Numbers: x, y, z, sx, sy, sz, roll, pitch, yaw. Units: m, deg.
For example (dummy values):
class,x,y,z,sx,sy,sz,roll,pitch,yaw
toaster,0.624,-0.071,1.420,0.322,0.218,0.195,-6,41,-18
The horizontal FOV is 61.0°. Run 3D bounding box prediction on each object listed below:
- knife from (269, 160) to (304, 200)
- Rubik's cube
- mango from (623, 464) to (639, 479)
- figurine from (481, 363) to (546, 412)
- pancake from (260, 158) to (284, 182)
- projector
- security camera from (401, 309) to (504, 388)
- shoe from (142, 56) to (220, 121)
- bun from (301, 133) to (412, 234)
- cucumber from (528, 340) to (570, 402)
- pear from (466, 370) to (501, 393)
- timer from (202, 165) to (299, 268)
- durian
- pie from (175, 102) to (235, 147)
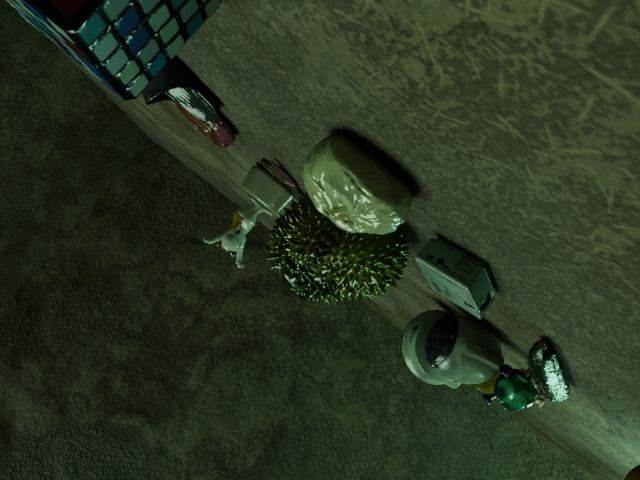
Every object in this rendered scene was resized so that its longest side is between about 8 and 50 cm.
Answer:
class,x,y,z,sx,sy,sz,roll,pitch,yaw
knife,-0.074,-0.143,1.428,0.035,0.018,0.247,19,166,29
Rubik's cube,-0.242,-0.299,0.593,0.182,0.187,0.184,39,172,2
mango,0.716,0.549,0.966,0.300,0.232,0.446,33,-177,-1
figurine,0.473,0.358,1.299,0.102,0.112,0.195,32,-170,36
pancake,-0.120,-0.181,1.467,0.115,0.011,0.115,38,173,5
projector,0.241,0.065,0.953,0.115,0.061,0.147,36,173,35
security camera,0.332,0.273,1.365,0.191,0.197,0.277,28,168,-8
shoe,-0.330,-0.325,1.168,0.241,0.093,0.108,37,150,-27
bun,0.050,-0.076,0.831,0.188,0.111,0.164,41,171,14
cucumber,0.466,0.270,1.115,0.067,0.068,0.293,33,171,39
pear,0.517,0.419,1.685,0.141,0.104,0.141,14,174,1
timer,-0.207,-0.063,1.583,0.175,0.266,0.175,38,177,2
durian,0.035,0.010,1.105,0.290,0.225,0.291,8,148,5
pie,-0.289,-0.307,1.374,0.182,0.050,0.182,38,168,9
